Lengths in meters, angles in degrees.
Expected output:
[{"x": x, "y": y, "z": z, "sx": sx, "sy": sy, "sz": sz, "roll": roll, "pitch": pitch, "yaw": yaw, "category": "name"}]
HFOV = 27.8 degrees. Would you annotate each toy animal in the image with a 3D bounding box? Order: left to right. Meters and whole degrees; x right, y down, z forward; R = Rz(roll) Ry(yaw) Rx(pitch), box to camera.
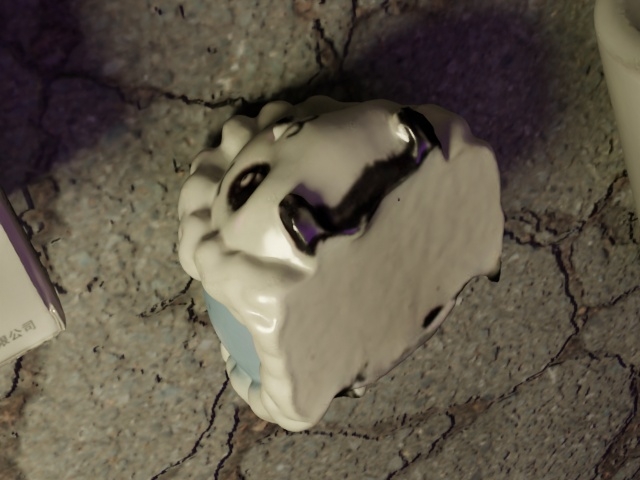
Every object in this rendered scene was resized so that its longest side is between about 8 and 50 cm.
[{"x": 0.000, "y": 0.000, "z": 0.841, "sx": 0.208, "sy": 0.156, "sz": 0.204, "roll": -40, "pitch": 134, "yaw": -25, "category": "toy animal"}]

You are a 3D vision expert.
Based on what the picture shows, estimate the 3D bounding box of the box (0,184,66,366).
[{"x": -0.323, "y": 0.030, "z": 0.653, "sx": 0.333, "sy": 0.145, "sz": 0.173, "roll": -28, "pitch": 132, "yaw": -12, "category": "box"}]

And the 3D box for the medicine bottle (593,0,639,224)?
[{"x": 0.336, "y": -0.068, "z": 0.973, "sx": 0.208, "sy": 0.208, "sz": 0.339, "roll": -34, "pitch": 135, "yaw": -7, "category": "medicine bottle"}]
